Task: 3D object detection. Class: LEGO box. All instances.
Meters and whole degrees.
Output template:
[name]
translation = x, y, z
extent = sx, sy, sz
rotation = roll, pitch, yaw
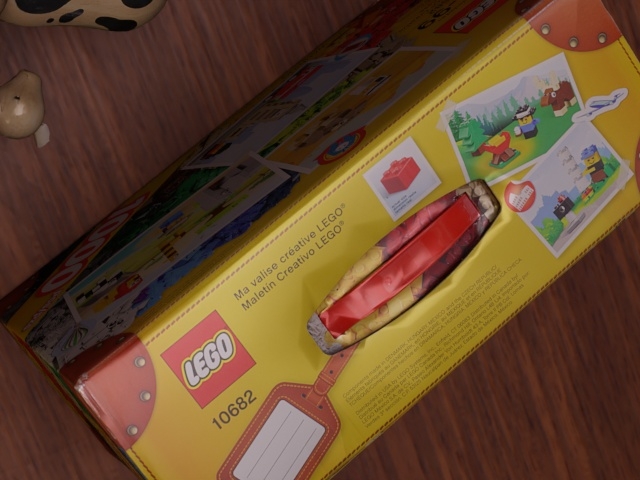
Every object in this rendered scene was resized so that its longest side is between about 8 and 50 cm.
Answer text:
[LEGO box]
translation = 0.000, 0.000, 1.416
extent = 0.500, 0.372, 0.193
rotation = -40, 108, -13

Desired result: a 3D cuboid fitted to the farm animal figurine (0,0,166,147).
[farm animal figurine]
translation = -0.259, -0.191, 1.336
extent = 0.326, 0.172, 0.330
rotation = -18, 129, -17
